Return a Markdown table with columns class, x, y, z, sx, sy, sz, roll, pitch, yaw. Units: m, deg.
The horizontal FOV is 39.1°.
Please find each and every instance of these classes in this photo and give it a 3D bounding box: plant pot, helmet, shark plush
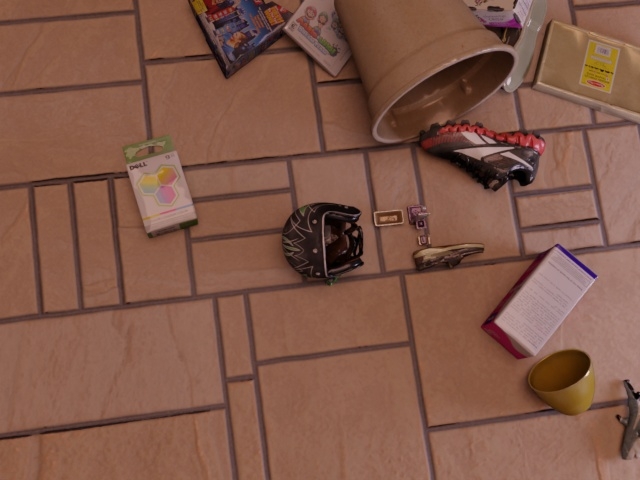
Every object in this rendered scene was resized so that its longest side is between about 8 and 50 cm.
| class | x | y | z | sx | sy | sz | roll | pitch | yaw |
| --- | --- | --- | --- | --- | --- | --- | --- | --- | --- |
| plant pot | 0.507 | 0.301 | 1.847 | 0.134 | 0.134 | 0.095 | -35 | 111 | -11 |
| helmet | 0.000 | 0.000 | 1.821 | 0.161 | 0.169 | 0.169 | -10 | 79 | -26 |
| plant pot | 0.187 | -0.418 | 1.859 | 0.334 | 0.334 | 0.305 | -24 | 76 | -10 |
| shark plush | 0.650 | 0.373 | 1.876 | 0.067 | 0.073 | 0.161 | -11 | 84 | 23 |

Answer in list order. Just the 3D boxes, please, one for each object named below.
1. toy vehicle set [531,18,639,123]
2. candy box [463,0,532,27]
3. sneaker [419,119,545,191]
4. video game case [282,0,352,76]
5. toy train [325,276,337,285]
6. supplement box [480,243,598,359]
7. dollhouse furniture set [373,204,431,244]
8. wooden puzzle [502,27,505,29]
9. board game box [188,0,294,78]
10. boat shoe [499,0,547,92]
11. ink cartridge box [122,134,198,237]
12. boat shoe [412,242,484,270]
| class | x | y | z | sx | sy | sz | roll | pitch | yaw |
| --- | --- | --- | --- | --- | --- | --- | --- | --- | --- |
| toy vehicle set | 0.623 | -0.382 | 2.031 | 0.267 | 0.035 | 0.166 | 18 | 78 | -2 |
| candy box | 0.403 | -0.588 | 1.993 | 0.159 | 0.071 | 0.233 | 13 | 74 | 37 |
| sneaker | 0.345 | -0.178 | 1.930 | 0.276 | 0.097 | 0.135 | 8 | 76 | -6 |
| video game case | 0.015 | -0.462 | 1.964 | 0.157 | 0.019 | 0.143 | 40 | 77 | -21 |
| toy train | 0.043 | 0.064 | 1.889 | 0.083 | 0.024 | 0.017 | -43 | 86 | -11 |
| supplement box | 0.453 | 0.129 | 1.873 | 0.114 | 0.111 | 0.220 | 40 | 77 | 3 |
| dollhouse furniture set | 0.175 | -0.035 | 1.893 | 0.114 | 0.081 | 0.091 | -6 | 79 | -7 |
| wooden puzzle | 0.446 | -0.537 | 2.055 | 0.078 | 0.014 | 0.116 | 1 | 78 | -6 |
| board game box | -0.162 | -0.481 | 1.959 | 0.194 | 0.060 | 0.194 | -26 | 82 | -11 |
| boat shoe | 0.435 | -0.441 | 2.008 | 0.068 | 0.081 | 0.228 | 19 | 89 | 42 |
| ink cartridge box | -0.335 | -0.120 | 1.868 | 0.109 | 0.062 | 0.209 | -17 | 80 | -8 |
| boat shoe | 0.273 | 0.035 | 1.907 | 0.152 | 0.056 | 0.049 | -8 | 85 | 2 |
